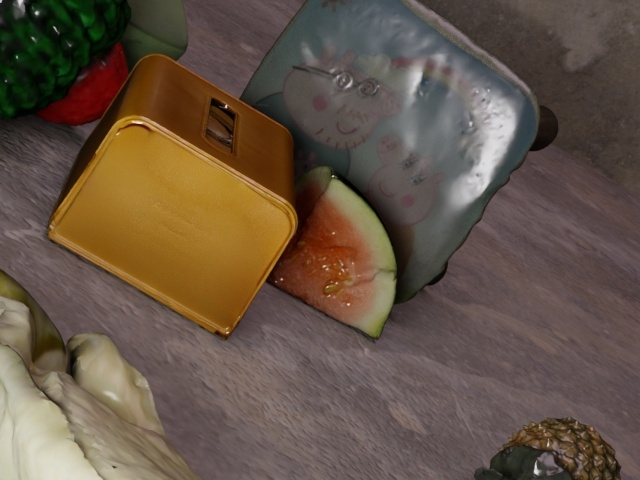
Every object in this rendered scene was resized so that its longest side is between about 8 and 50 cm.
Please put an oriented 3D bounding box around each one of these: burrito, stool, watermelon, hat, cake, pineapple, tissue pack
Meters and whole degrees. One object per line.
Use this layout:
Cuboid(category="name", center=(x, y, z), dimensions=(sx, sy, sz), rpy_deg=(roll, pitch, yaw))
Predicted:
Cuboid(category="burrito", center=(-0.128, 0.145, 0.873), dimensions=(0.190, 0.135, 0.332), rpy_deg=(29, 10, -49))
Cuboid(category="stool", center=(0.085, -0.122, 1.813), dimensions=(0.310, 0.310, 0.226), rpy_deg=(40, 16, 12))
Cuboid(category="watermelon", center=(0.015, -0.007, 1.631), dimensions=(0.193, 0.145, 0.137), rpy_deg=(41, 22, 26))
Cuboid(category="hat", center=(-0.282, -0.203, 1.521), dimensions=(0.242, 0.274, 0.332), rpy_deg=(56, -4, 32))
Cuboid(category="cake", center=(-0.232, -0.308, 1.814), dimensions=(0.172, 0.158, 0.283), rpy_deg=(39, 44, -30))
Cuboid(category="pineapple", center=(0.175, 0.221, 1.332), dimensions=(0.125, 0.125, 0.251), rpy_deg=(39, 19, 17))
Cuboid(category="tissue pack", center=(-0.131, -0.056, 1.483), dimensions=(0.194, 0.145, 0.274), rpy_deg=(29, 15, -12))
